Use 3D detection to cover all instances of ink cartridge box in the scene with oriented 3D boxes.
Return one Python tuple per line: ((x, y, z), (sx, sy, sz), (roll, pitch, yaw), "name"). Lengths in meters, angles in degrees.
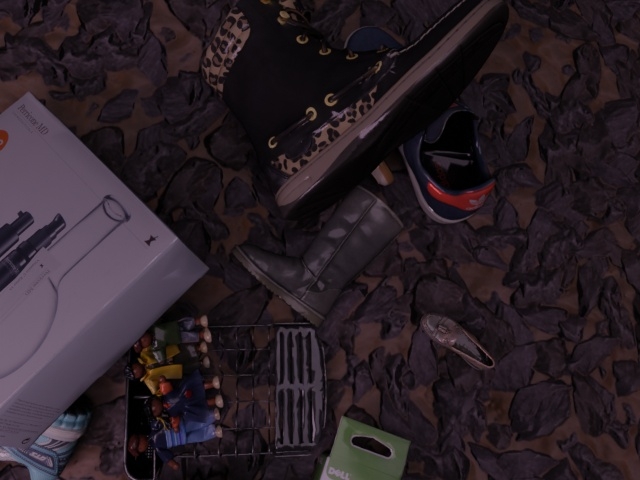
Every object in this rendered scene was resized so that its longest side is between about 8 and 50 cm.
((0.039, 0.362, 0.685), (0.108, 0.062, 0.210), (21, 70, -2), "ink cartridge box")

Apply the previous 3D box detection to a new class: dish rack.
((-0.124, 0.211, 0.695), (0.271, 0.074, 0.209), (0, 81, -6), "dish rack")

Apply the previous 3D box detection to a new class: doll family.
((-0.188, 0.184, 0.617), (0.111, 0.076, 0.193), (-8, 76, -28), "doll family")

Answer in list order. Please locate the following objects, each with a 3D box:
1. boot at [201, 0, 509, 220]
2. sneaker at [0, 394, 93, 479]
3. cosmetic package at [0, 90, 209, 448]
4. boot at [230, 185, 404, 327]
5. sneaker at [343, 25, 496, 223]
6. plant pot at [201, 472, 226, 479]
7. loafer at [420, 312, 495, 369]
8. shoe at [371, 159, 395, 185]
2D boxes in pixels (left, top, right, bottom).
((0.022, -0.243, 0.673), (0.377, 0.138, 0.284), (-42, 72, 20), "boot")
((-0.455, 0.238, 0.641), (0.282, 0.110, 0.122), (17, 83, -2), "sneaker")
((-0.366, 0.010, 0.623), (0.377, 0.097, 0.284), (38, 76, 27), "cosmetic package")
((-0.001, -0.001, 0.742), (0.189, 0.076, 0.209), (39, 86, -13), "boot")
((0.154, -0.197, 0.752), (0.131, 0.148, 0.350), (-31, 84, -10), "sneaker")
((-0.177, 0.390, 0.624), (0.165, 0.167, 0.167), (-20, 83, -17), "plant pot")
((0.210, 0.151, 0.754), (0.125, 0.039, 0.045), (37, 80, 1), "loafer")
((0.034, -0.164, 0.780), (0.058, 0.076, 0.219), (-41, 81, 14), "shoe")
